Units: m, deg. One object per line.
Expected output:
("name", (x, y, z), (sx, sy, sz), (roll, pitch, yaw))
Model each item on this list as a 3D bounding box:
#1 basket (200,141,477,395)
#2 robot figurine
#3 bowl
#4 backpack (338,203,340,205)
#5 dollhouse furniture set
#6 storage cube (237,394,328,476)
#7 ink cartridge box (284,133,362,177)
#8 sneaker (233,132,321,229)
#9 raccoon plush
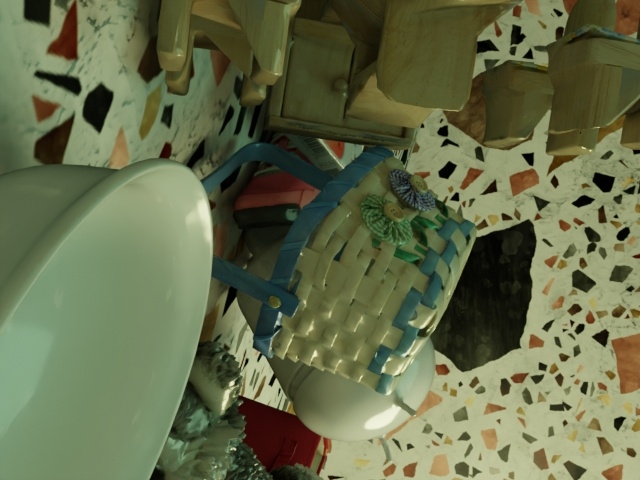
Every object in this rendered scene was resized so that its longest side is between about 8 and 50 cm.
("basket", (0.000, 0.000, 0.814), (0.255, 0.288, 0.201), (-50, 160, -55))
("robot figurine", (0.019, 0.117, 1.056), (0.199, 0.353, 0.300), (-24, 147, -14))
("bowl", (-0.182, 0.078, 0.453), (0.298, 0.134, 0.298), (17, 90, -80))
("backpack", (-0.023, -0.016, 1.274), (0.101, 0.098, 0.120), (-19, -132, 66))
("dollhouse furniture set", (0.064, -0.224, 0.679), (0.394, 0.362, 0.257), (-161, -101, -80))
("storage cube", (-0.109, 0.332, 1.124), (0.215, 0.193, 0.184), (84, 26, -65))
("ink cartridge box", (0.011, -0.176, 1.024), (0.145, 0.045, 0.179), (43, 46, -51))
("sneaker", (-0.041, -0.106, 1.067), (0.314, 0.115, 0.136), (-44, 126, -62))
("raccoon plush", (-0.112, 0.195, 0.798), (0.446, 0.216, 0.299), (-14, 118, -73))
